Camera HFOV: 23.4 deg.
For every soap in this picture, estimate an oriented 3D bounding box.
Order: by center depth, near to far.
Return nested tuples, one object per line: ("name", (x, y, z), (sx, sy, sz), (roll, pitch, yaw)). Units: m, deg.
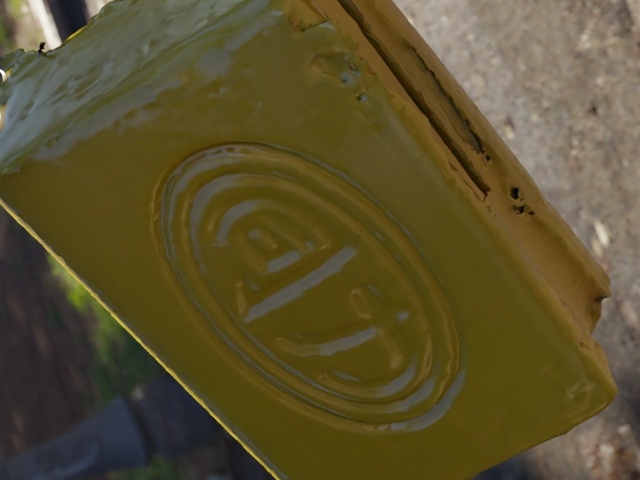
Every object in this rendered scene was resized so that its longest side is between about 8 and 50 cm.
("soap", (0.000, 0.000, 0.788), (0.324, 0.204, 0.096), (49, -160, -33))
